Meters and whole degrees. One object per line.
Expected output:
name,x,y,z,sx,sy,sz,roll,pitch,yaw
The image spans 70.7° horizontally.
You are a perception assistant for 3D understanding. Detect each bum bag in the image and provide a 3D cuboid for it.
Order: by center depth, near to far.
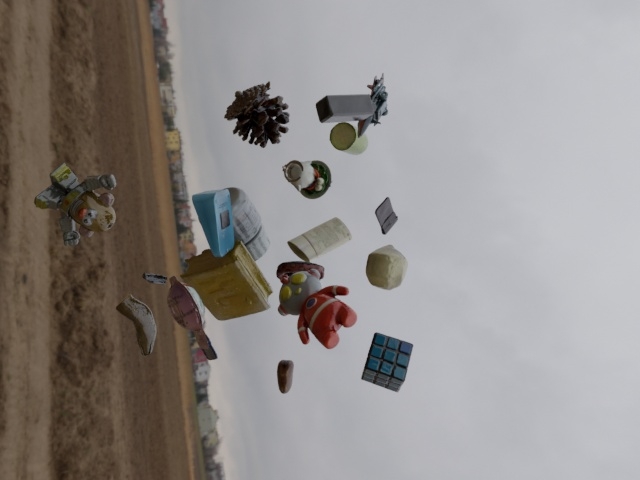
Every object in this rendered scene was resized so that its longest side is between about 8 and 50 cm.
bum bag,0.297,-0.109,2.022,0.026,0.109,0.159,25,-25,40

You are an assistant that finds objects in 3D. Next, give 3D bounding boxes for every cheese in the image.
cheese,-0.394,0.239,1.383,0.189,0.074,0.286,-29,-91,56

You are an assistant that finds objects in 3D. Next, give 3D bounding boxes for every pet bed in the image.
pet bed,-0.081,0.131,1.802,0.201,0.201,0.054,121,-24,-64

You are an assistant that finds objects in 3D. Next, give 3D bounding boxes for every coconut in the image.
coconut,0.324,0.129,2.200,0.224,0.224,0.225,173,-90,-73

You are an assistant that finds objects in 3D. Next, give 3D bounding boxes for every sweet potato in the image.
sweet potato,-0.697,0.323,1.737,0.085,0.112,0.286,-128,-151,-51

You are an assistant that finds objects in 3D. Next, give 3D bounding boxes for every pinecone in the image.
pinecone,-0.233,-0.490,1.782,0.264,0.263,0.264,173,-90,-73

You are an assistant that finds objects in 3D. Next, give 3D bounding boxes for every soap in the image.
soap,-0.407,0.185,1.994,0.156,0.293,0.335,-91,160,-49

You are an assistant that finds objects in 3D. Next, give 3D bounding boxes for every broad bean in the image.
broad bean,-0.176,0.685,2.268,0.114,0.084,0.165,-29,120,-64

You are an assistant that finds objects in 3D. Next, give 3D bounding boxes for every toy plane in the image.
toy plane,0.220,-0.535,1.867,0.223,0.104,0.327,77,25,-54

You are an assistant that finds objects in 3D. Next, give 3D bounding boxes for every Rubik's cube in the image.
Rubik's cube,0.262,0.482,1.786,0.163,0.160,0.162,92,18,-56

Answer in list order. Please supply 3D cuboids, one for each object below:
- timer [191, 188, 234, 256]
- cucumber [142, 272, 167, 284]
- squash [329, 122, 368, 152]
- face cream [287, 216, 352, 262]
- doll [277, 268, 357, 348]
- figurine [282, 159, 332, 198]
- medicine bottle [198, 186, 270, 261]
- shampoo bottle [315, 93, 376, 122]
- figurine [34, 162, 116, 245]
timer,-0.411,-0.070,1.774,0.232,0.091,0.250,-76,159,-80
cucumber,-0.618,0.141,1.665,0.163,0.043,0.039,42,30,-77
squash,0.149,-0.472,2.132,0.247,0.132,0.133,-4,86,-65
face cream,0.000,0.000,2.544,0.174,0.348,0.081,52,-28,19
doll,-0.031,0.177,1.319,0.105,0.200,0.336,43,-5,-39
figurine,-0.050,-0.202,1.401,0.153,0.132,0.132,11,66,-61
medicine bottle,-0.385,-0.061,2.062,0.306,0.245,0.245,62,-1,-38
shampoo bottle,0.103,-0.481,1.640,0.080,0.246,0.079,-14,-90,54
figurine,-0.967,-0.144,1.831,0.342,0.284,0.167,-47,-170,30
